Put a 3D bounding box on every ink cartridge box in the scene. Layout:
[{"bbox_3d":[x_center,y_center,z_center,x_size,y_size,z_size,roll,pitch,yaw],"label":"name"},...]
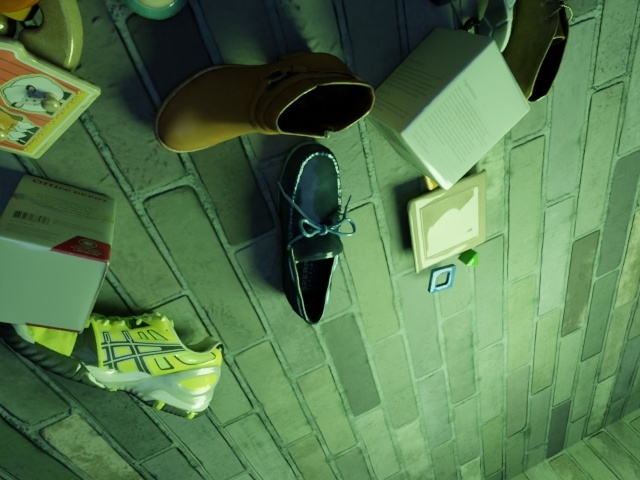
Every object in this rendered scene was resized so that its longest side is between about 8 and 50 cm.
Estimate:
[{"bbox_3d":[-0.369,0.014,0.596,0.128,0.176,0.127,18,114,-30],"label":"ink cartridge box"}]

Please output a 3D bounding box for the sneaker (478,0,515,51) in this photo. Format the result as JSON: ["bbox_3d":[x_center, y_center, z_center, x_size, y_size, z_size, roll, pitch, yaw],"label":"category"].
[{"bbox_3d":[0.293,-0.380,0.693,0.061,0.053,0.152,-23,119,-34],"label":"sneaker"}]

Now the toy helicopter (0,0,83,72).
[{"bbox_3d":[-0.445,-0.256,0.451,0.354,0.140,0.235,12,124,-17],"label":"toy helicopter"}]

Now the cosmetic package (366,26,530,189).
[{"bbox_3d":[0.198,-0.216,0.705,0.183,0.151,0.151,-44,126,9],"label":"cosmetic package"}]

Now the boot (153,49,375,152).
[{"bbox_3d":[-0.083,-0.167,0.574,0.283,0.220,0.109,-20,126,-10],"label":"boot"}]

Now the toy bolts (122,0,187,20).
[{"bbox_3d":[-0.156,-0.359,0.463,0.228,0.158,0.218,-45,126,8],"label":"toy bolts"}]

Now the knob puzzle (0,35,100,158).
[{"bbox_3d":[-0.381,-0.155,0.478,0.213,0.030,0.213,-12,160,-4],"label":"knob puzzle"}]

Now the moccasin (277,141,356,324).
[{"bbox_3d":[0.000,0.000,0.777,0.137,0.117,0.342,-11,124,-16],"label":"moccasin"}]

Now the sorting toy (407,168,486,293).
[{"bbox_3d":[0.263,-0.044,0.907,0.196,0.047,0.348,-25,127,-12],"label":"sorting toy"}]

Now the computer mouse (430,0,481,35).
[{"bbox_3d":[0.216,-0.373,0.684,0.071,0.041,0.242,-43,127,5],"label":"computer mouse"}]

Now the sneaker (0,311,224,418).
[{"bbox_3d":[-0.348,0.181,0.757,0.384,0.145,0.147,34,72,-32],"label":"sneaker"}]

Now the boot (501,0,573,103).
[{"bbox_3d":[0.373,-0.378,0.703,0.112,0.115,0.305,-2,119,-19],"label":"boot"}]
